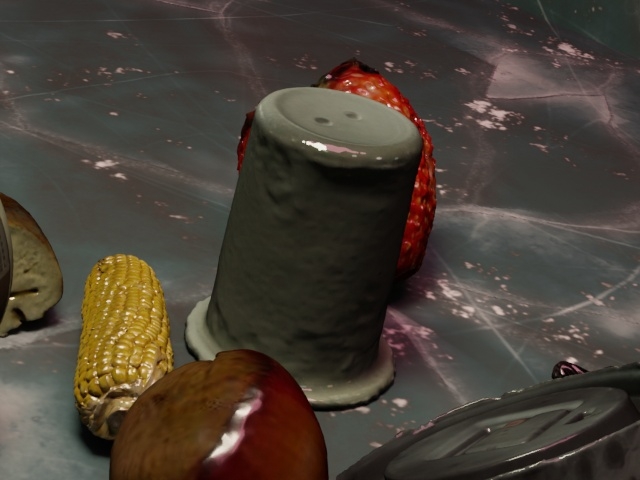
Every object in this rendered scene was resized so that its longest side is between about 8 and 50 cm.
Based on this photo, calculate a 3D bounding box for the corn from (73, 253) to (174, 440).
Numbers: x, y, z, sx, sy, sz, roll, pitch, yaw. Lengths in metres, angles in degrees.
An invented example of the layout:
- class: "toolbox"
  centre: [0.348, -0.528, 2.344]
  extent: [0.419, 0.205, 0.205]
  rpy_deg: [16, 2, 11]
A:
- class: "corn"
  centre: [-0.196, 0.099, 1.395]
  extent: [0.106, 0.106, 0.293]
  rpy_deg: [8, 27, -11]

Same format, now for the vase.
- class: "vase"
  centre: [0.000, 0.000, 1.476]
  extent: [0.245, 0.291, 0.245]
  rpy_deg: [13, 25, -6]

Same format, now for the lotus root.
- class: "lotus root"
  centre: [-0.385, 0.024, 1.443]
  extent: [0.235, 0.138, 0.119]
  rpy_deg: [-11, 24, -31]

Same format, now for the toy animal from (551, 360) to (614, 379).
- class: "toy animal"
  centre: [0.273, 0.227, 1.370]
  extent: [0.117, 0.121, 0.210]
  rpy_deg: [-8, 33, 0]

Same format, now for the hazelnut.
- class: "hazelnut"
  centre: [-0.073, 0.204, 1.169]
  extent: [0.208, 0.208, 0.208]
  rpy_deg: [11, 25, -5]

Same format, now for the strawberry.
- class: "strawberry"
  centre: [0.038, -0.066, 1.731]
  extent: [0.288, 0.250, 0.238]
  rpy_deg: [55, 8, 26]

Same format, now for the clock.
- class: "clock"
  centre: [0.169, 0.192, 1.208]
  extent: [0.325, 0.067, 0.325]
  rpy_deg: [-19, 2, 1]

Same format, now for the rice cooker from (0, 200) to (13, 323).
- class: "rice cooker"
  centre: [-0.439, 0.050, 1.119]
  extent: [0.335, 0.335, 0.325]
  rpy_deg: [16, 25, 5]
